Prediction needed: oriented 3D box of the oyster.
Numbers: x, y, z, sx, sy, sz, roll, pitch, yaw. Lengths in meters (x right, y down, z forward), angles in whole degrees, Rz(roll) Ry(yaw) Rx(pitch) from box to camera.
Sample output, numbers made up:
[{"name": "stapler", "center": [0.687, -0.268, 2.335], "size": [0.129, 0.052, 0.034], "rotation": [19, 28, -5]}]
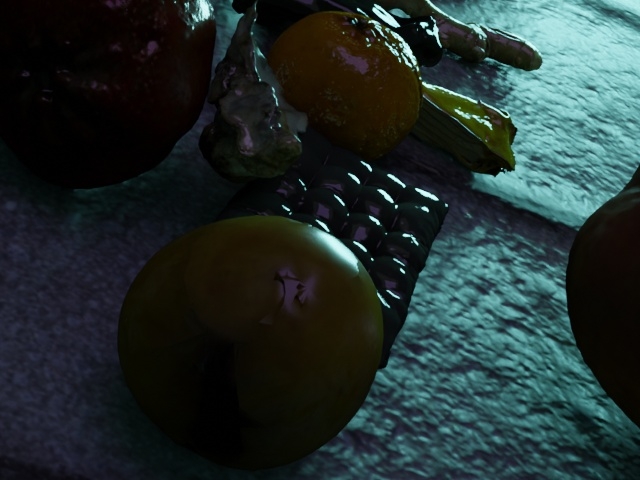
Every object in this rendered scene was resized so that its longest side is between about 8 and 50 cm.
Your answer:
[{"name": "oyster", "center": [-0.071, -0.137, 1.538], "size": [0.161, 0.107, 0.233], "rotation": [57, 14, -33]}]

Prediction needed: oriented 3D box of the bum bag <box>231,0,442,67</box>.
[{"name": "bum bag", "center": [0.006, -0.296, 1.958], "size": [0.326, 0.079, 0.142], "rotation": [21, 32, -1]}]

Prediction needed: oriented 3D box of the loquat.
[{"name": "loquat", "center": [-0.060, 0.088, 1.316], "size": [0.235, 0.235, 0.235], "rotation": [17, 37, -13]}]

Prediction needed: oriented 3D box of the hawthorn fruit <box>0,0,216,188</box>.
[{"name": "hawthorn fruit", "center": [-0.208, -0.193, 1.561], "size": [0.254, 0.254, 0.300], "rotation": [38, 29, 15]}]

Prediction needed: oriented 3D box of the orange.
[{"name": "orange", "center": [0.028, -0.184, 1.759], "size": [0.193, 0.161, 0.193], "rotation": [17, 41, -15]}]

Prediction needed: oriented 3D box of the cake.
[{"name": "cake", "center": [0.161, -0.130, 1.868], "size": [0.185, 0.080, 0.116], "rotation": [17, 49, -30]}]

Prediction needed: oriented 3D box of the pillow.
[{"name": "pillow", "center": [0.000, 0.000, 1.572], "size": [0.228, 0.101, 0.326], "rotation": [30, 37, 0]}]

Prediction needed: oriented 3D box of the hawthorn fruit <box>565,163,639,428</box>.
[{"name": "hawthorn fruit", "center": [0.491, 0.078, 1.525], "size": [0.472, 0.472, 0.472], "rotation": [17, 37, -13]}]

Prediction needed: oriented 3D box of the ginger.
[{"name": "ginger", "center": [0.178, -0.291, 2.068], "size": [0.288, 0.075, 0.089], "rotation": [17, 42, -20]}]
